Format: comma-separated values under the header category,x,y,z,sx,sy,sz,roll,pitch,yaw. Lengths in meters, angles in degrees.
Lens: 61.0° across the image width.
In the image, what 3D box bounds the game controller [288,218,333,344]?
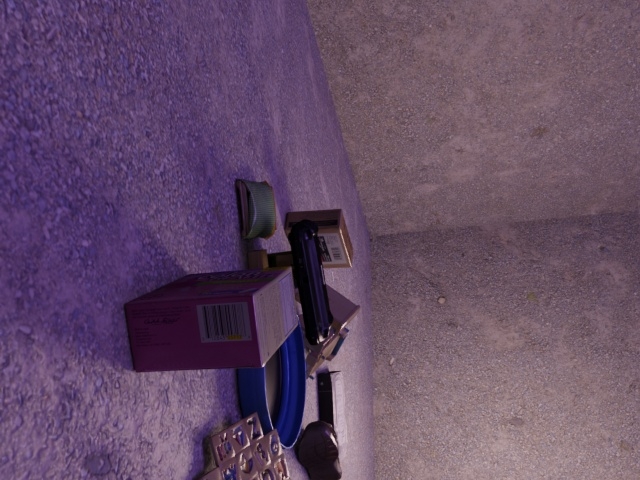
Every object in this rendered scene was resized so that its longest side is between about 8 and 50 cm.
category,x,y,z,sx,sy,sz,roll,pitch,yaw
game controller,-0.023,0.106,1.423,0.166,0.067,0.319,-59,141,-77

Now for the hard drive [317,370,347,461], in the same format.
category,x,y,z,sx,sy,sz,roll,pitch,yaw
hard drive,0.050,0.689,2.137,0.237,0.064,0.339,42,45,-72

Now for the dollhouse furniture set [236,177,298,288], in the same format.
category,x,y,z,sx,sy,sz,roll,pitch,yaw
dollhouse furniture set,-0.110,-0.022,1.465,0.197,0.151,0.302,-15,100,-78

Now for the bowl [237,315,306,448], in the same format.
category,x,y,z,sx,sy,sz,roll,pitch,yaw
bowl,-0.121,0.343,1.435,0.391,0.077,0.391,-6,90,-78

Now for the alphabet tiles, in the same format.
category,x,y,z,sx,sy,sz,roll,pitch,yaw
alphabet tiles,-0.133,0.548,1.123,0.285,0.011,0.343,-3,75,-65

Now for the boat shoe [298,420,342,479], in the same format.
category,x,y,z,sx,sy,sz,roll,pitch,yaw
boat shoe,-0.005,0.671,1.780,0.130,0.132,0.355,-97,-178,-45

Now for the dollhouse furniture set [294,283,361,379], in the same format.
category,x,y,z,sx,sy,sz,roll,pitch,yaw
dollhouse furniture set,-0.049,0.323,1.828,0.286,0.198,0.303,-35,154,-52

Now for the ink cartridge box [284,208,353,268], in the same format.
category,x,y,z,sx,sy,sz,roll,pitch,yaw
ink cartridge box,0.000,0.000,1.882,0.235,0.193,0.088,70,21,-49

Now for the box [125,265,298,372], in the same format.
category,x,y,z,sx,sy,sz,roll,pitch,yaw
box,-0.173,0.128,0.945,0.243,0.213,0.117,-31,115,-77
